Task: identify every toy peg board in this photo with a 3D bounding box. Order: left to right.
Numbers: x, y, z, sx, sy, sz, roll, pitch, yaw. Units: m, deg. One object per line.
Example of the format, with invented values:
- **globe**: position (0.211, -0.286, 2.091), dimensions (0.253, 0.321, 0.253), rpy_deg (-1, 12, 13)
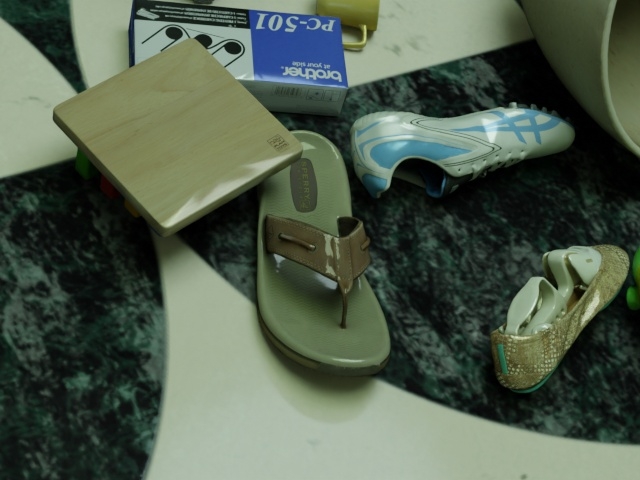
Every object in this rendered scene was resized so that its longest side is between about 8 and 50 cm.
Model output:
- **toy peg board**: position (-0.130, -0.076, 1.436), dimensions (0.161, 0.079, 0.160), rpy_deg (-32, 66, -30)

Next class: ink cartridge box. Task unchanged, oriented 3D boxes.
- **ink cartridge box**: position (-0.081, -0.178, 1.555), dimensions (0.207, 0.046, 0.097), rpy_deg (3, 53, -13)

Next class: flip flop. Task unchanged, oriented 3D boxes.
- **flip flop**: position (0.000, 0.000, 1.414), dimensions (0.112, 0.080, 0.277), rpy_deg (3, 52, -13)

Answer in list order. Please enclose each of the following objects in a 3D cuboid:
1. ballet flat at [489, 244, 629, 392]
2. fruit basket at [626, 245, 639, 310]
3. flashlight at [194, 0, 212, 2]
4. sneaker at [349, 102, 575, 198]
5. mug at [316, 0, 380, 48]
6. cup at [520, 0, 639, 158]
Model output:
- **ballet flat**: position (0.215, 0.049, 1.433), dimensions (0.073, 0.067, 0.206), rpy_deg (-2, 35, 40)
- **fruit basket**: position (0.471, 0.046, 1.388), dimensions (0.283, 0.392, 0.392), rpy_deg (-18, 59, -27)
- **flashlight**: position (-0.099, -0.368, 1.533), dimensions (0.103, 0.304, 0.103), rpy_deg (-30, 66, -31)
- **sneaker**: position (0.138, -0.083, 1.528), dimensions (0.237, 0.085, 0.086), rpy_deg (-6, 81, -24)
- **mug**: position (0.028, -0.242, 1.629), dimensions (0.064, 0.062, 0.078), rpy_deg (5, 45, -2)
- **cup**: position (0.331, -0.265, 1.598), dimensions (0.331, 0.331, 0.237), rpy_deg (-18, 34, -27)
